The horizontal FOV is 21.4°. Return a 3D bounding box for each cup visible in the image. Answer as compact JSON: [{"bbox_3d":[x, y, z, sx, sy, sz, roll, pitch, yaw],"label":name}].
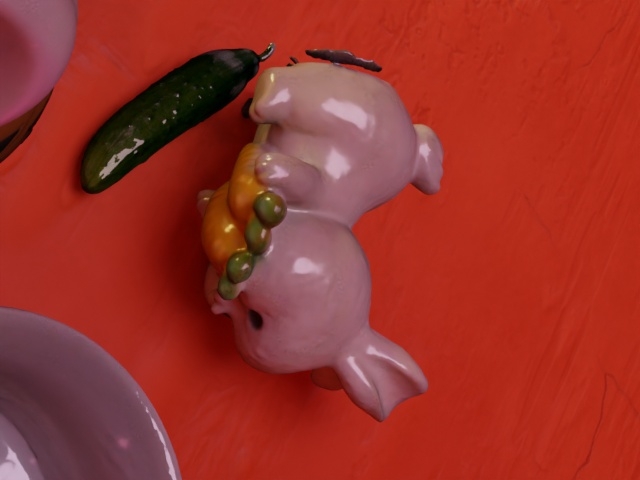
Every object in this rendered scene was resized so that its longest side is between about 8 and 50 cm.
[{"bbox_3d":[-0.285,0.226,1.273,0.347,0.163,0.347,6,81,-39],"label":"cup"}]

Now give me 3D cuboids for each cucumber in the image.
[{"bbox_3d":[-0.130,-0.121,1.522,0.250,0.056,0.056,-40,109,-35],"label":"cucumber"}]

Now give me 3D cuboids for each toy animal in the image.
[{"bbox_3d":[-0.007,-0.001,1.522,0.247,0.183,0.310,14,75,-38],"label":"toy animal"}]

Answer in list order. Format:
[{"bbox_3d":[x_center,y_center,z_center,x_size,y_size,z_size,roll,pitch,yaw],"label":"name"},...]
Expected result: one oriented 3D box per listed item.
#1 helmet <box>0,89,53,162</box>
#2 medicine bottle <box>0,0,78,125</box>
[{"bbox_3d":[-0.293,-0.147,1.340,0.198,0.130,0.224,27,68,-31],"label":"helmet"},{"bbox_3d":[-0.295,-0.255,1.167,0.256,0.256,0.325,20,53,-37],"label":"medicine bottle"}]
